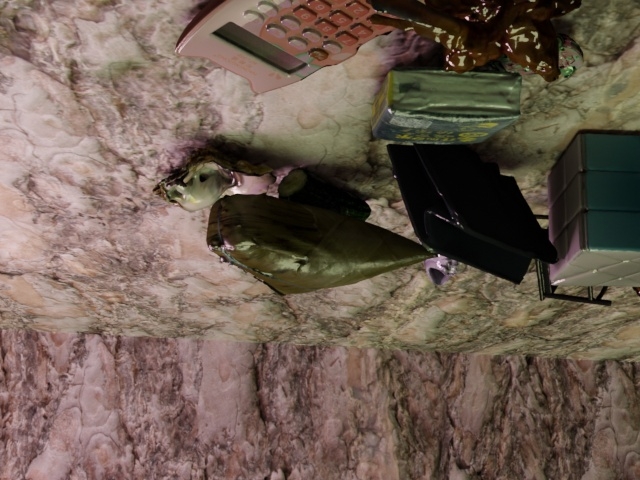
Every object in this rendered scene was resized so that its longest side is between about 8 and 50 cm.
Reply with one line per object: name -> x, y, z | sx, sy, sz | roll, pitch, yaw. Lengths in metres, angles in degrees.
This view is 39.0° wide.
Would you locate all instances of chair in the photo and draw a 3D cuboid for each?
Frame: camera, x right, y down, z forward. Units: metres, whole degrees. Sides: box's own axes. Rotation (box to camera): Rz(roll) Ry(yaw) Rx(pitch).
chair -> 0.487, 0.031, 1.874 | 0.260, 0.154, 0.141 | 7, 124, 34

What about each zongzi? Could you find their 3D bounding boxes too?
zongzi -> 0.000, 0.000, 1.674 | 0.360, 0.160, 0.323 | -2, 164, 29

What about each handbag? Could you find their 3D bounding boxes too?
handbag -> 0.259, -0.068, 1.615 | 0.118, 0.269, 0.325 | -38, 142, 28

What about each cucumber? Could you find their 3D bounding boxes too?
cucumber -> 0.013, -0.079, 1.826 | 0.077, 0.077, 0.265 | -13, 156, 35

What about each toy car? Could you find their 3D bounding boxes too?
toy car -> 0.304, -0.265, 1.282 | 0.142, 0.055, 0.069 | 0, 156, 36

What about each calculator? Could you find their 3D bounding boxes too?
calculator -> -0.028, -0.299, 1.217 | 0.329, 0.048, 0.220 | -18, 153, 38

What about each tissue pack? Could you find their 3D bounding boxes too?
tissue pack -> 0.178, -0.195, 1.343 | 0.185, 0.081, 0.257 | 3, 180, -2

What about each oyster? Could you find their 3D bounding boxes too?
oyster -> -0.201, -0.116, 1.716 | 0.222, 0.083, 0.214 | 1, 166, -18

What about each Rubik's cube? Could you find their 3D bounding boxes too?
Rubik's cube -> 0.548, -0.051, 1.640 | 0.231, 0.225, 0.221 | 1, 161, -1

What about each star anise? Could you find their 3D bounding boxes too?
star anise -> 0.190, -0.276, 1.104 | 0.346, 0.148, 0.237 | 0, 164, -42

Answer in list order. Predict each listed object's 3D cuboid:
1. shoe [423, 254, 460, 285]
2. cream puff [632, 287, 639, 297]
shoe -> 0.281, 0.007, 1.975 | 0.095, 0.138, 0.245 | 0, 162, -11
cream puff -> 0.724, 0.037, 1.883 | 0.164, 0.239, 0.239 | -8, 161, 3
